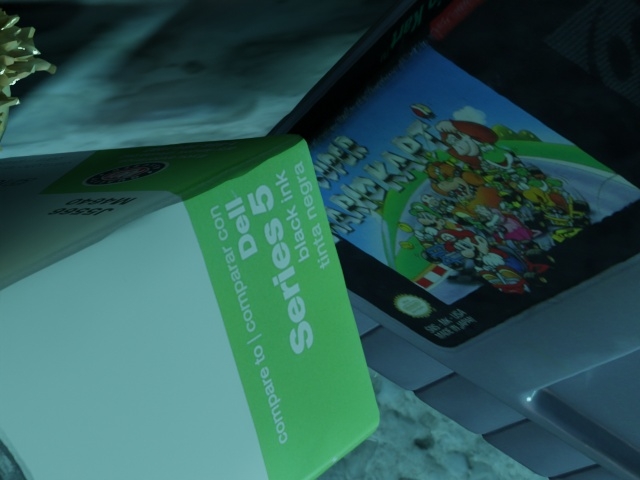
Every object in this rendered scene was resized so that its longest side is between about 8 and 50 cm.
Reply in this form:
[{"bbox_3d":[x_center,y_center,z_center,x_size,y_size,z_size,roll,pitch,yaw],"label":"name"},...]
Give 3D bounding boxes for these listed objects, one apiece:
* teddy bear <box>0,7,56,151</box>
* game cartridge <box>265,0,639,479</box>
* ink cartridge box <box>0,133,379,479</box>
[{"bbox_3d":[-0.194,-0.024,0.260,0.245,0.113,0.338,-10,-177,35],"label":"teddy bear"},{"bbox_3d":[0.111,-0.004,0.442,0.230,0.068,0.355,29,153,-12],"label":"game cartridge"},{"bbox_3d":[-0.146,0.064,0.418,0.198,0.115,0.273,-1,-160,40],"label":"ink cartridge box"}]
